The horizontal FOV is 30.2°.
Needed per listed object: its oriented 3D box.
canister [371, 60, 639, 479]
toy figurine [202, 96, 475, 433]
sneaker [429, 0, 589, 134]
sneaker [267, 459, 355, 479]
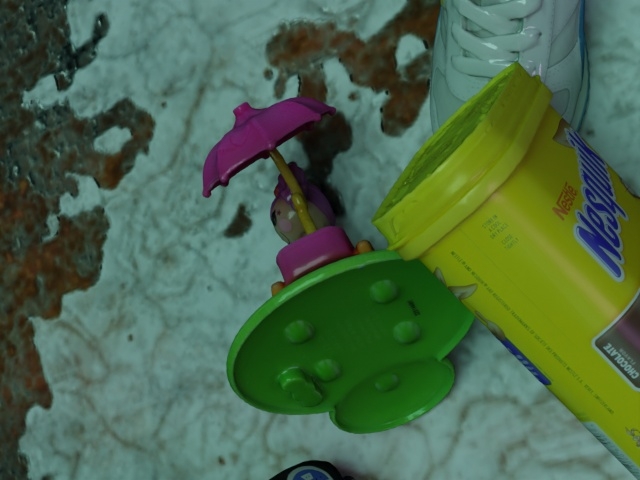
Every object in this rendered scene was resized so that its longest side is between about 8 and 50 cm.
[{"bbox_3d":[0.115,0.014,0.531,0.170,0.126,0.073,45,120,-5],"label":"canister"},{"bbox_3d":[0.000,0.000,0.634,0.130,0.173,0.159,-26,55,5],"label":"toy figurine"},{"bbox_3d":[0.093,-0.133,0.596,0.087,0.092,0.228,10,94,27],"label":"sneaker"},{"bbox_3d":[0.010,0.195,0.612,0.330,0.130,0.147,1,91,29],"label":"sneaker"}]
